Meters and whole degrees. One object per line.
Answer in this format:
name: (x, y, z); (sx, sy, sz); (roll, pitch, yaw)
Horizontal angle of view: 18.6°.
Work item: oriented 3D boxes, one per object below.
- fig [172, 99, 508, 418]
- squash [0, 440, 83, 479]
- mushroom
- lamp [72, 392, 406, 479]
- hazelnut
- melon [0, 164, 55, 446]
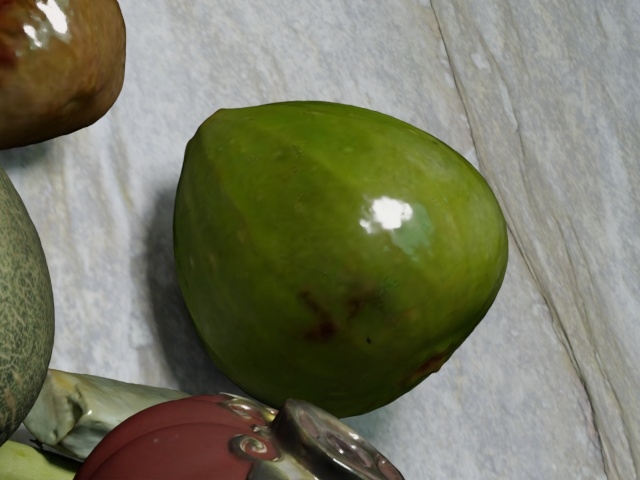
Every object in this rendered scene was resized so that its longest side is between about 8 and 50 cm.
fig: (0.000, 0.000, 1.777); (0.316, 0.316, 0.316); (30, 42, -32)
squash: (-0.178, 0.224, 1.559); (0.250, 0.083, 0.083); (30, 42, -29)
mushroom: (-0.126, 0.166, 1.639); (0.100, 0.081, 0.312); (24, 3, 37)
lamp: (-0.051, 0.249, 1.422); (0.303, 0.257, 0.303); (35, 11, -8)
hazelnut: (-0.269, -0.177, 1.690); (0.210, 0.186, 0.210); (12, 68, -33)
melon: (-0.321, 0.027, 1.407); (0.248, 0.248, 0.329); (15, 43, -43)
